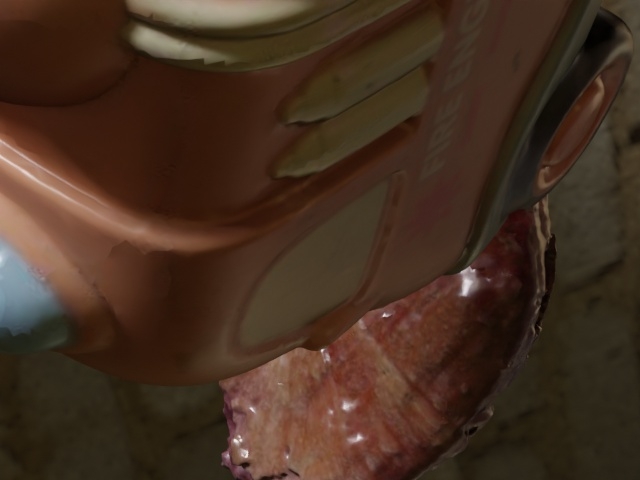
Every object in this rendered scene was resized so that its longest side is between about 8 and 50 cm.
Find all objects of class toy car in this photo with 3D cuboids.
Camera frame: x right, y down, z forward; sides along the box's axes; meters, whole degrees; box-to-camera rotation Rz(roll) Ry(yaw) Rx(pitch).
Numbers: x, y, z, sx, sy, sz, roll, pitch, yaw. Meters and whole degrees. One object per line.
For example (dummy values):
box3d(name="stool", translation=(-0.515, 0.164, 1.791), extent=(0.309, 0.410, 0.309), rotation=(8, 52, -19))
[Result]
box3d(name="toy car", translation=(-0.031, -0.077, 0.468), extent=(0.180, 0.212, 0.270), rotation=(34, 143, 17))

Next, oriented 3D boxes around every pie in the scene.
box3d(name="pie", translation=(0.000, 0.000, 0.766), extent=(0.054, 0.204, 0.219), rotation=(8, -126, -56))
